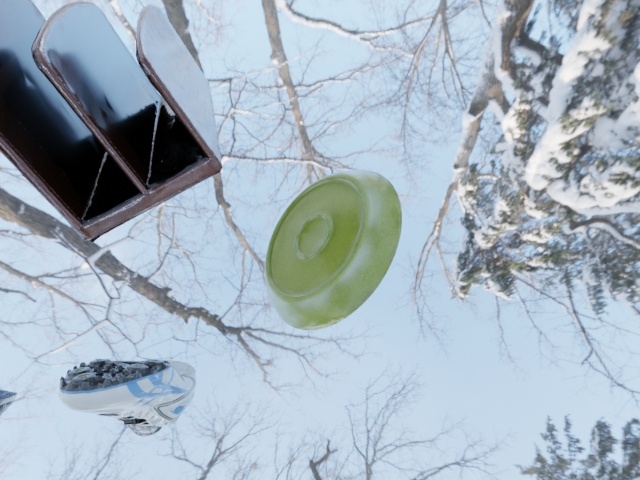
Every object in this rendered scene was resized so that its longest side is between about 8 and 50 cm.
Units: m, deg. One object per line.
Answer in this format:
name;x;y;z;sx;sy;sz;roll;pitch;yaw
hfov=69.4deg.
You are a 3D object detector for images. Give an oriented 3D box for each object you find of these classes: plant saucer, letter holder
plant saucer;0.000;0.000;0.627;0.241;0.037;0.241;-28;-135;33
letter holder;-0.233;-0.186;0.496;0.152;0.214;0.302;-28;-144;3

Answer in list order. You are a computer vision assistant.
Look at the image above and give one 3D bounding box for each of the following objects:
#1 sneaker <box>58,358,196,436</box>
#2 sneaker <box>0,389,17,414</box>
sneaker;-0.194;0.171;0.500;0.085;0.237;0.086;1;-106;5
sneaker;-0.483;0.250;0.654;0.052;0.135;0.058;14;-92;-6
